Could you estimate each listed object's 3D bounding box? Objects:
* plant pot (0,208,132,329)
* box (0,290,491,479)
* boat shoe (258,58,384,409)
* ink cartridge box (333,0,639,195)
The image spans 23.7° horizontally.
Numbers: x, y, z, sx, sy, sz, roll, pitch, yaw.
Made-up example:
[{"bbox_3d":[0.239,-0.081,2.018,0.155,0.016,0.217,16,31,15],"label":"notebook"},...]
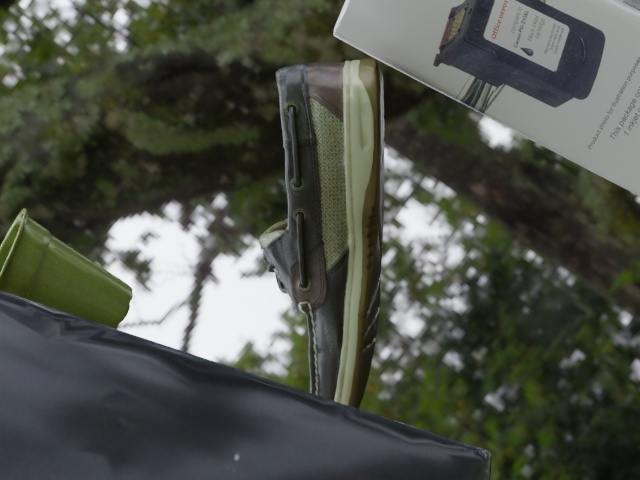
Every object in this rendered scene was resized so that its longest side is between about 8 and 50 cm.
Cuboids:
[{"bbox_3d":[-0.156,0.035,0.900,0.083,0.079,0.083,-56,17,26],"label":"plant pot"},{"bbox_3d":[-0.076,0.158,0.300,0.143,0.165,0.270,117,169,-45],"label":"box"},{"bbox_3d":[0.000,0.000,0.929,0.080,0.074,0.223,-58,-28,-75],"label":"boat shoe"},{"bbox_3d":[0.145,-0.130,0.977,0.100,0.237,0.172,-63,-6,18],"label":"ink cartridge box"}]
